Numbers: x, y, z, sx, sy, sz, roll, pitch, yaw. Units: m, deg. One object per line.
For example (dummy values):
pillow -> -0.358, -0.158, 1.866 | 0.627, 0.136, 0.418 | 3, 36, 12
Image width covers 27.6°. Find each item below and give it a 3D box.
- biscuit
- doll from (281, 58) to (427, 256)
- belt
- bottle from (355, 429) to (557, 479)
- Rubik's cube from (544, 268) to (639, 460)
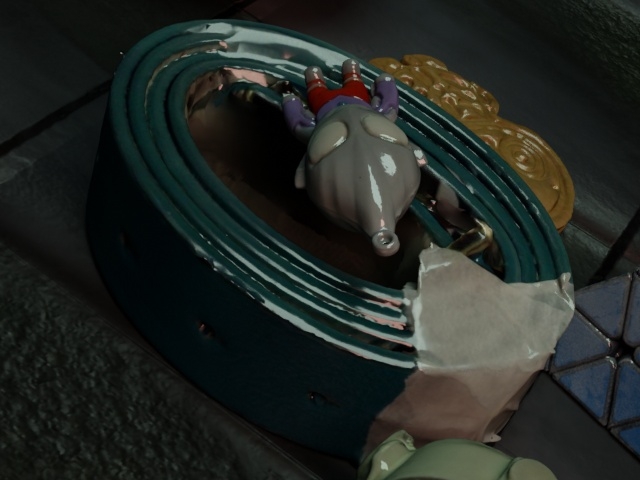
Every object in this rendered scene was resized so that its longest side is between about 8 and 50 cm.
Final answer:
biscuit -> 0.156, -0.107, 1.400 | 0.202, 0.044, 0.289 | -8, 52, -34
doll -> 0.028, -0.064, 0.997 | 0.102, 0.075, 0.227 | -11, 41, 0
belt -> -0.001, 0.000, 1.097 | 0.436, 0.173, 0.300 | 35, 49, 17
bottle -> 0.061, 0.265, 0.817 | 0.229, 0.229, 0.351 | 37, 37, 14
Rubik's cube -> 0.250, 0.114, 1.194 | 0.178, 0.211, 0.190 | 6, 63, 11
